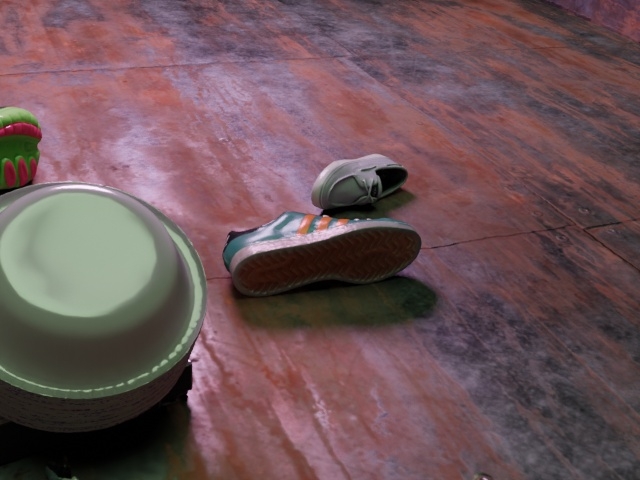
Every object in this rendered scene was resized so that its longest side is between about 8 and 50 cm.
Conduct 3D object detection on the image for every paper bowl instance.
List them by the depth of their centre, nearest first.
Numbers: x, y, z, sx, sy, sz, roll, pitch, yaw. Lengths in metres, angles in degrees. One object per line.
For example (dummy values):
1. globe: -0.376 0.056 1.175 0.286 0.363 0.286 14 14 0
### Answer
1. paper bowl: -0.265 0.052 0.930 0.284 0.148 0.284 11 51 -15

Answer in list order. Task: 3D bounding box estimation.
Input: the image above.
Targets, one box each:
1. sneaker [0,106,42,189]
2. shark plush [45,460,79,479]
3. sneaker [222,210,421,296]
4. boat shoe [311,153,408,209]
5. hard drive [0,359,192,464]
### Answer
1. sneaker: -0.646 -0.152 1.331 0.202 0.185 0.483 5 0 18
2. shark plush: -0.260 0.266 0.832 0.067 0.073 0.161 -35 45 -5
3. sneaker: 0.000 0.000 1.291 0.302 0.108 0.121 -7 35 -17
4. boat shoe: 0.077 -0.104 1.520 0.081 0.079 0.227 20 29 34
5. hard drive: -0.353 0.152 1.011 0.338 0.064 0.237 -13 34 -31
